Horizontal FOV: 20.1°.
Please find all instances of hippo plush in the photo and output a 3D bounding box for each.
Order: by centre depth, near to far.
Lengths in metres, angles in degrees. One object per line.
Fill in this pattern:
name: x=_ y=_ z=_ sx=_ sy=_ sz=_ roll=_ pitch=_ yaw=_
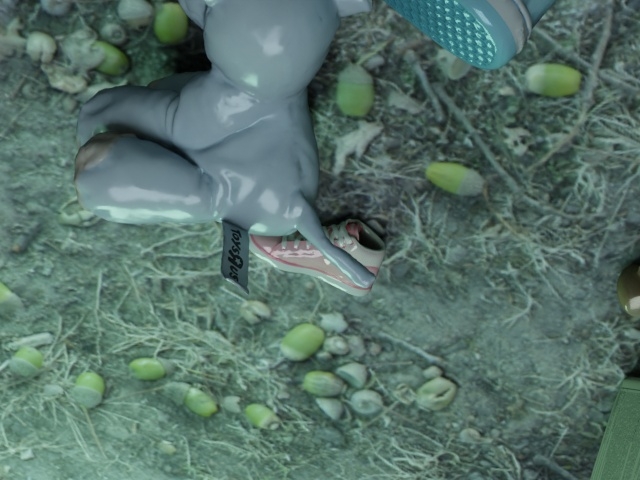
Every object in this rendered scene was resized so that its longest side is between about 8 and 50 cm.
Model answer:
hippo plush: x=-0.087 y=-0.133 z=1.507 sx=0.234 sy=0.294 sz=0.236 roll=-2 pitch=123 yaw=-15

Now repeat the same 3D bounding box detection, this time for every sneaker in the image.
sneaker: x=0.096 y=-0.298 z=1.433 sx=0.319 sy=0.208 sz=0.127 roll=44 pitch=167 yaw=16
sneaker: x=0.000 y=0.000 z=1.726 sx=0.134 sy=0.051 sz=0.070 roll=22 pitch=128 yaw=-10

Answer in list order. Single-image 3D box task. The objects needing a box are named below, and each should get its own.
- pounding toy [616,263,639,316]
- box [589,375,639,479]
pounding toy: x=0.378 y=0.026 z=1.600 sx=0.269 sy=0.154 sz=0.155 roll=-26 pitch=119 yaw=28
box: x=0.350 y=0.212 z=1.649 sx=0.121 sy=0.311 sz=0.148 roll=19 pitch=87 yaw=-4
